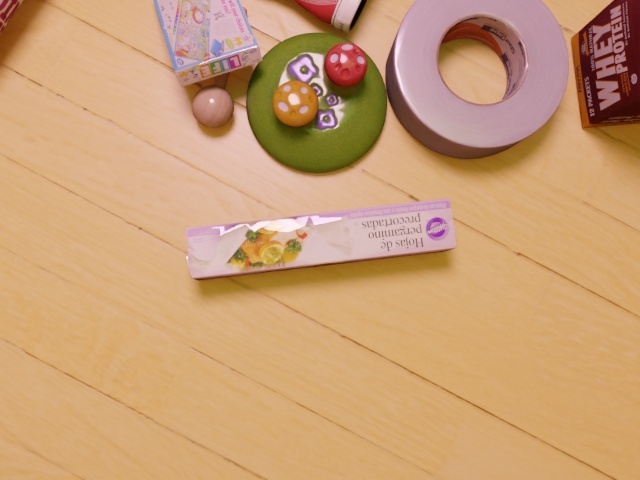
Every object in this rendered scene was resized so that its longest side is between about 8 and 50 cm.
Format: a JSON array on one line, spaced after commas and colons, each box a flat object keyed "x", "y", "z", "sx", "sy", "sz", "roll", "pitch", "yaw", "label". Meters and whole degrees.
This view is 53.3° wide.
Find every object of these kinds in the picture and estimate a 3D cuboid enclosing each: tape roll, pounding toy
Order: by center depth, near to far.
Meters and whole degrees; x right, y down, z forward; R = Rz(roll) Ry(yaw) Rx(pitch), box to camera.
[{"x": -0.027, "y": -0.191, "z": 0.779, "sx": 0.237, "sy": 0.110, "sz": 0.183, "roll": 20, "pitch": 84, "yaw": -1, "label": "pounding toy"}, {"x": 0.195, "y": -0.217, "z": 0.811, "sx": 0.219, "sy": 0.072, "sz": 0.219, "roll": 0, "pitch": 84, "yaw": -4, "label": "tape roll"}]

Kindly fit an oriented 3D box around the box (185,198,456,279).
[{"x": 0.000, "y": 0.000, "z": 0.787, "sx": 0.324, "sy": 0.067, "sz": 0.063, "roll": -7, "pitch": 86, "yaw": -4, "label": "box"}]

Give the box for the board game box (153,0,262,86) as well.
[{"x": -0.143, "y": -0.264, "z": 0.787, "sx": 0.103, "sy": 0.026, "sz": 0.154, "roll": -19, "pitch": 59, "yaw": -4, "label": "board game box"}]

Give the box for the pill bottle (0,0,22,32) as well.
[{"x": -0.431, "y": -0.321, "z": 0.744, "sx": 0.160, "sy": 0.160, "sz": 0.283, "roll": 31, "pitch": 85, "yaw": 0, "label": "pill bottle"}]

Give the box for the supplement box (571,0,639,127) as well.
[{"x": 0.440, "y": -0.227, "z": 0.763, "sx": 0.191, "sy": 0.194, "sz": 0.129, "roll": -5, "pitch": 86, "yaw": -3, "label": "supplement box"}]

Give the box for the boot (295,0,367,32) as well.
[{"x": 0.015, "y": -0.413, "z": 0.814, "sx": 0.176, "sy": 0.088, "sz": 0.244, "roll": 28, "pitch": 88, "yaw": 1, "label": "boot"}]
